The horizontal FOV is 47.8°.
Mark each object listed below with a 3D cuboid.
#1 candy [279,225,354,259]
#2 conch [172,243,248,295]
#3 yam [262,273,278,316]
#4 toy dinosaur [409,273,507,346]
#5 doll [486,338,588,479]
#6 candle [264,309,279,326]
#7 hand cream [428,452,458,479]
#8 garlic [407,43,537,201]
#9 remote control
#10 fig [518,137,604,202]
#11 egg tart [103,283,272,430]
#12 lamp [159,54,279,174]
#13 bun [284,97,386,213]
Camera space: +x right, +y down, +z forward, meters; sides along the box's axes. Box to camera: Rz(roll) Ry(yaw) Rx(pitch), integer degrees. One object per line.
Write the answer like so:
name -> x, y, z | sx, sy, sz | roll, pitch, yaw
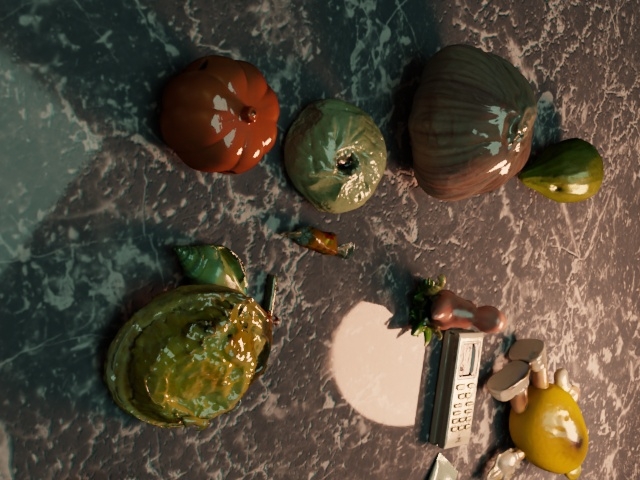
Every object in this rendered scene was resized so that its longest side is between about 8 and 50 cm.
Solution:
candy -> 0.000, 0.000, 1.379 | 0.182, 0.053, 0.046 | 21, 75, -44
conch -> -0.172, 0.055, 1.212 | 0.201, 0.079, 0.095 | 35, 59, -58
yam -> -0.095, 0.120, 1.329 | 0.021, 0.021, 0.116 | 8, 91, -43
toy dinosaur -> 0.295, 0.173, 1.591 | 0.194, 0.177, 0.152 | 27, 78, -40
doll -> 0.572, 0.471, 1.919 | 0.348, 0.161, 0.423 | -7, 101, -28
candle -> -0.130, 0.157, 1.272 | 0.130, 0.052, 0.052 | -14, 107, -31
hand cream -> 0.245, 0.674, 1.724 | 0.109, 0.067, 0.321 | 49, 57, -35
garlic -> 0.319, -0.234, 1.494 | 0.317, 0.259, 0.318 | -3, 95, -40
remote control -> 0.329, 0.354, 1.735 | 0.103, 0.055, 0.277 | 5, 93, -44
fig -> 0.637, -0.177, 1.863 | 0.233, 0.167, 0.167 | -17, 108, -48
egg tart -> -0.192, 0.204, 1.153 | 0.290, 0.107, 0.291 | -13, 119, -24
lamp -> -0.151, -0.195, 1.129 | 0.187, 0.164, 0.188 | -6, 99, -40
bun -> 0.040, -0.156, 1.348 | 0.221, 0.108, 0.221 | -8, 102, -42
